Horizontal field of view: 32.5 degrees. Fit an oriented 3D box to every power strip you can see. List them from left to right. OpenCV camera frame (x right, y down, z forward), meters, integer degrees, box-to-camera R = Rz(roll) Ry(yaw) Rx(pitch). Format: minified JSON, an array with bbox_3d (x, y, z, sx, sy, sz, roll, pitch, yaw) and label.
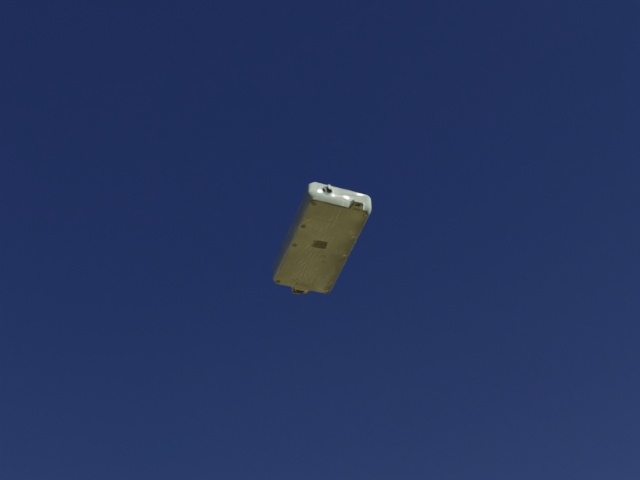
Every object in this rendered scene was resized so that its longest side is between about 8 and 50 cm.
[{"bbox_3d":[0.000,0.000,0.668,0.040,0.016,0.090,12,-44,-13],"label":"power strip"}]
